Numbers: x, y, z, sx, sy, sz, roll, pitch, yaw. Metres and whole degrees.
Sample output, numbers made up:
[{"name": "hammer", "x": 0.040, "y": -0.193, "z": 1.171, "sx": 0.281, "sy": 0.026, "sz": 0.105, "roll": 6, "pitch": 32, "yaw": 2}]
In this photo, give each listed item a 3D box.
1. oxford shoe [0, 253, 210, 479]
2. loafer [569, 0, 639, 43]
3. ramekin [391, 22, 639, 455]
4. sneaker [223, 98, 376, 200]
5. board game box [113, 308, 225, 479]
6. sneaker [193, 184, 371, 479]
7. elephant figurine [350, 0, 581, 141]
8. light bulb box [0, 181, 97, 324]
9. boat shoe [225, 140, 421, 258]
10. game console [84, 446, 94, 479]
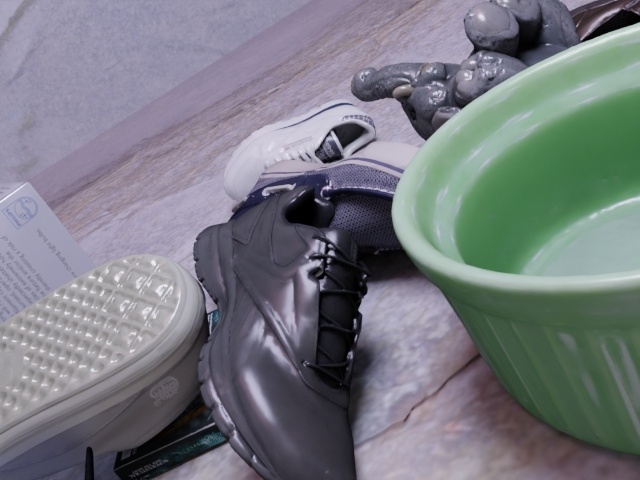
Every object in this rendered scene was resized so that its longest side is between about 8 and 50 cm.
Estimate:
[{"name": "oxford shoe", "x": -0.288, "y": 0.158, "z": 0.576, "sx": 0.450, "sy": 0.130, "sz": 0.169, "roll": -24, "pitch": 51, "yaw": 3}, {"name": "loafer", "x": 0.392, "y": -0.261, "z": 0.774, "sx": 0.220, "sy": 0.080, "sz": 0.078, "roll": -21, "pitch": 36, "yaw": 29}, {"name": "ramekin", "x": 0.213, "y": -0.015, "z": 0.414, "sx": 0.304, "sy": 0.148, "sz": 0.303, "roll": -24, "pitch": 26, "yaw": 12}, {"name": "sneaker", "x": -0.033, "y": -0.125, "z": 0.950, "sx": 0.235, "sy": 0.090, "sz": 0.094, "roll": -32, "pitch": 35, "yaw": -1}, {"name": "board game box", "x": -0.123, "y": 0.135, "z": 0.633, "sx": 0.126, "sy": 0.026, "sz": 0.186, "roll": -26, "pitch": 26, "yaw": 7}, {"name": "sneaker", "x": -0.018, "y": 0.057, "z": 0.496, "sx": 0.130, "sy": 0.109, "sz": 0.286, "roll": -35, "pitch": 45, "yaw": 14}, {"name": "elephant figurine", "x": 0.167, "y": -0.152, "z": 0.726, "sx": 0.170, "sy": 0.185, "sz": 0.239, "roll": -4, "pitch": -15, "yaw": -26}, {"name": "light bulb box", "x": -0.507, "y": 0.116, "z": 0.836, "sx": 0.358, "sy": 0.225, "sz": 0.361, "roll": 4, "pitch": 42, "yaw": 48}, {"name": "boat shoe", "x": 0.000, "y": 0.000, "z": 0.664, "sx": 0.158, "sy": 0.127, "sz": 0.341, "roll": -48, "pitch": 23, "yaw": -20}, {"name": "game console", "x": -0.194, "y": 0.233, "z": 0.477, "sx": 0.107, "sy": 0.071, "sz": 0.122, "roll": -31, "pitch": 25, "yaw": -4}]
